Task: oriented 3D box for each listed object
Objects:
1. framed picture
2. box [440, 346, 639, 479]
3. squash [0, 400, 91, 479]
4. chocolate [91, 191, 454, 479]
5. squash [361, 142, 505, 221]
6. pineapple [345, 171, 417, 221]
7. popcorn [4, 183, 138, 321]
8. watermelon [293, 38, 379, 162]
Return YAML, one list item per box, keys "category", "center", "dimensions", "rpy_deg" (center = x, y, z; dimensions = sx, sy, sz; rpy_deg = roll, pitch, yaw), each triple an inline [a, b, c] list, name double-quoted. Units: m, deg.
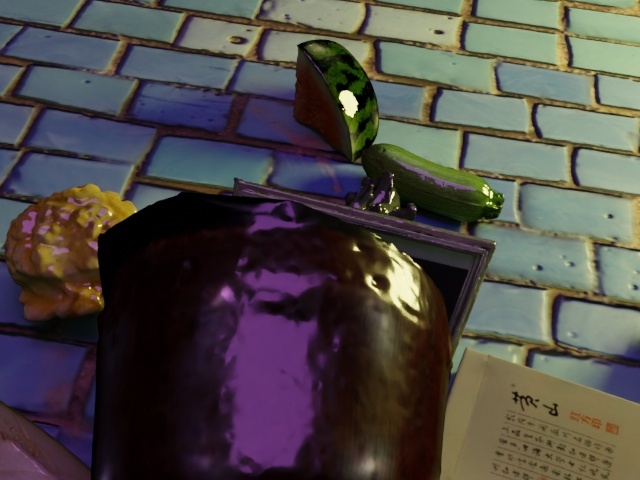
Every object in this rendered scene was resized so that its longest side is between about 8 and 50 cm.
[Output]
- category: "framed picture"
  center: [0.024, 0.065, 1.051]
  dimensions: [0.293, 0.231, 0.018]
  rpy_deg: [13, 31, -2]
- category: "box"
  center: [0.306, 0.258, 1.035]
  dimensions: [0.365, 0.051, 0.205]
  rpy_deg: [18, 46, 12]
- category: "squash"
  center: [-0.268, 0.232, 0.954]
  dimensions: [0.252, 0.170, 0.093]
  rpy_deg: [7, 1, 1]
- category: "chocolate"
  center: [-0.063, 0.193, 0.884]
  dimensions: [0.383, 0.384, 0.331]
  rpy_deg: [10, 59, 3]
- category: "squash"
  center: [0.158, -0.081, 1.349]
  dimensions: [0.219, 0.068, 0.077]
  rpy_deg: [21, 41, 13]
- category: "pineapple"
  center: [0.000, 0.000, 1.213]
  dimensions: [0.170, 0.141, 0.310]
  rpy_deg: [9, 30, 39]
- category: "popcorn"
  center: [-0.297, 0.019, 1.143]
  dimensions: [0.180, 0.170, 0.180]
  rpy_deg: [14, 29, -8]
- category: "watermelon"
  center: [0.039, -0.213, 1.444]
  dimensions: [0.145, 0.137, 0.193]
  rpy_deg: [41, 12, 31]
